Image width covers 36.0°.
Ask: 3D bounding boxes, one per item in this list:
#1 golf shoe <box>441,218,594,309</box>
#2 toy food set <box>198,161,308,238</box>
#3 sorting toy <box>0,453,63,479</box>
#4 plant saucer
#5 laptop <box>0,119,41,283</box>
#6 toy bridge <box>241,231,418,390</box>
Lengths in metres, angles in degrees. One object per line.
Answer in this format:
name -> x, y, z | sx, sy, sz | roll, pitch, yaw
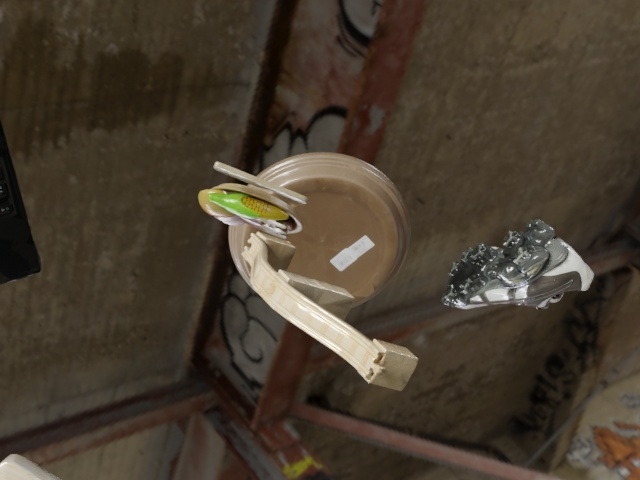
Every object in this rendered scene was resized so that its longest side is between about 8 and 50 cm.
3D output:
golf shoe -> 0.199, 0.046, 1.022 | 0.094, 0.198, 0.077 | 30, -111, -15
toy food set -> -0.087, -0.030, 1.202 | 0.192, 0.133, 0.038 | 121, 169, -74
sorting toy -> -0.186, 0.331, 0.691 | 0.255, 0.257, 0.089 | -58, 2, 0
plant saucer -> 0.000, 0.000, 1.481 | 0.278, 0.041, 0.277 | -2, -61, -3
laptop -> -0.327, -0.020, 0.686 | 0.234, 0.136, 0.264 | -16, -54, -18
toy bridge -> -0.008, 0.039, 0.654 | 0.063, 0.188, 0.026 | 19, -77, -36
